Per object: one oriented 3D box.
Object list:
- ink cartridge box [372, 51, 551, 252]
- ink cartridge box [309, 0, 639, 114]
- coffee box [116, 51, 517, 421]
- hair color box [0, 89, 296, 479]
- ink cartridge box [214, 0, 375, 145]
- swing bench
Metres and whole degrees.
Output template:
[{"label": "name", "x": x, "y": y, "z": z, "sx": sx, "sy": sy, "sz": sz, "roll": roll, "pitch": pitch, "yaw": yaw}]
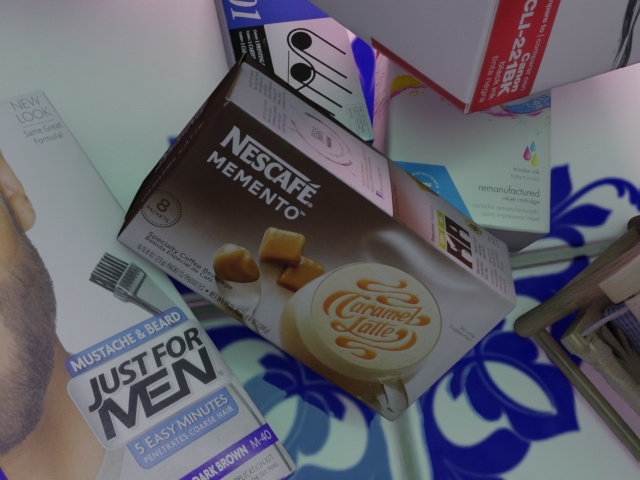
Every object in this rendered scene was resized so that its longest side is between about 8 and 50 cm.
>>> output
[{"label": "ink cartridge box", "x": 0.115, "y": -0.114, "z": 0.882, "sx": 0.134, "sy": 0.078, "sz": 0.231, "roll": 5, "pitch": 76, "yaw": -8}, {"label": "ink cartridge box", "x": 0.155, "y": -0.216, "z": 0.811, "sx": 0.273, "sy": 0.114, "sz": 0.197, "roll": -20, "pitch": 47, "yaw": -32}, {"label": "coffee box", "x": 0.000, "y": 0.000, "z": 0.767, "sx": 0.246, "sy": 0.098, "sz": 0.141, "roll": 36, "pitch": 116, "yaw": -15}, {"label": "hair color box", "x": -0.192, "y": 0.075, "z": 0.731, "sx": 0.185, "sy": 0.110, "sz": 0.339, "roll": -27, "pitch": 76, "yaw": -43}, {"label": "ink cartridge box", "x": -0.028, "y": -0.158, "z": 0.870, "sx": 0.097, "sy": 0.046, "sz": 0.207, "roll": -9, "pitch": 70, "yaw": -11}, {"label": "swing bench", "x": 0.314, "y": 0.091, "z": 0.775, "sx": 0.165, "sy": 0.254, "sz": 0.253, "roll": -40, "pitch": 86, "yaw": -15}]
